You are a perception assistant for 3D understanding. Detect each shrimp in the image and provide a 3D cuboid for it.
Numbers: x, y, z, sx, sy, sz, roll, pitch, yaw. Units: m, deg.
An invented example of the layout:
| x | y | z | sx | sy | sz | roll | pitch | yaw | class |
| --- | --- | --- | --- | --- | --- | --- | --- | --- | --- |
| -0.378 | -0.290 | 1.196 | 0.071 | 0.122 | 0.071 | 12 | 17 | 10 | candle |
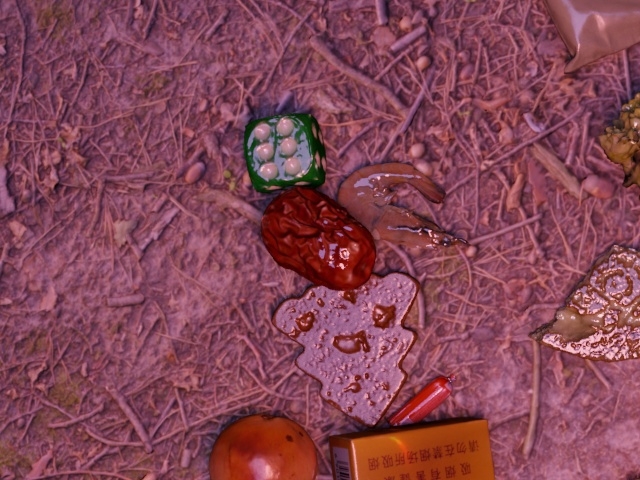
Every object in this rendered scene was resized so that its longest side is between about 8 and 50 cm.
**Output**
| x | y | z | sx | sy | sz | roll | pitch | yaw | class |
| --- | --- | --- | --- | --- | --- | --- | --- | --- | --- |
| 0.155 | -0.062 | 1.910 | 0.254 | 0.059 | 0.145 | 11 | 80 | 16 | shrimp |

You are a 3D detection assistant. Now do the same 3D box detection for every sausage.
| x | y | z | sx | sy | sz | roll | pitch | yaw | class |
| --- | --- | --- | --- | --- | --- | --- | --- | --- | --- |
| 0.181 | 0.285 | 1.895 | 0.145 | 0.048 | 0.050 | -43 | 46 | 6 | sausage |

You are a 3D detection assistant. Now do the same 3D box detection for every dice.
| x | y | z | sx | sy | sz | roll | pitch | yaw | class |
| --- | --- | --- | --- | --- | --- | --- | --- | --- | --- |
| -0.063 | -0.155 | 1.923 | 0.131 | 0.120 | 0.128 | -7 | 85 | 9 | dice |

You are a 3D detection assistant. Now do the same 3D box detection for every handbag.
| x | y | z | sx | sy | sz | roll | pitch | yaw | class |
| --- | --- | --- | --- | --- | --- | --- | --- | --- | --- |
| 0.476 | -0.474 | 1.837 | 0.253 | 0.109 | 0.315 | -22 | 83 | 5 | handbag |

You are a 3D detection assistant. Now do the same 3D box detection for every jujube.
| x | y | z | sx | sy | sz | roll | pitch | yaw | class |
| --- | --- | --- | --- | --- | --- | --- | --- | --- | --- |
| 0.000 | 0.000 | 1.862 | 0.230 | 0.155 | 0.155 | 29 | 94 | 40 | jujube |

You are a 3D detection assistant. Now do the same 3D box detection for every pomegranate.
| x | y | z | sx | sy | sz | roll | pitch | yaw | class |
| --- | --- | --- | --- | --- | --- | --- | --- | --- | --- |
| -0.101 | 0.396 | 1.882 | 0.191 | 0.191 | 0.191 | 0 | 87 | 11 | pomegranate |

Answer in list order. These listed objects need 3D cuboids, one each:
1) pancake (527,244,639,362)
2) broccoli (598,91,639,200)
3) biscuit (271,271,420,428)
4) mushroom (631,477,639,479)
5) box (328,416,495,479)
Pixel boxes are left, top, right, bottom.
| x | y | z | sx | sy | sz | roll | pitch | yaw | class |
| --- | --- | --- | --- | --- | --- | --- | --- | --- | --- |
| 0.533 | 0.100 | 1.830 | 0.377 | 0.054 | 0.197 | -16 | 86 | 8 | pancake |
| 0.642 | -0.182 | 1.699 | 0.293 | 0.281 | 0.347 | 41 | 101 | 11 | broccoli |
| 0.055 | 0.188 | 1.922 | 0.278 | 0.043 | 0.301 | -10 | 84 | 10 | biscuit |
| 0.627 | 0.449 | 1.702 | 0.290 | 0.298 | 0.297 | 18 | 91 | 46 | mushroom |
| 0.172 | 0.517 | 1.794 | 0.265 | 0.116 | 0.415 | -4 | 84 | -23 | box |
